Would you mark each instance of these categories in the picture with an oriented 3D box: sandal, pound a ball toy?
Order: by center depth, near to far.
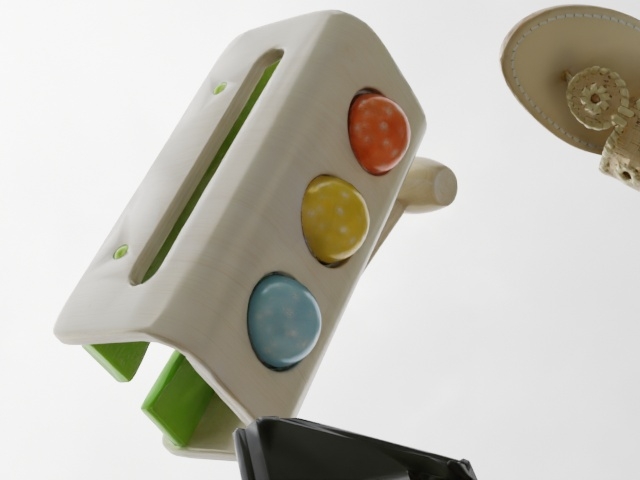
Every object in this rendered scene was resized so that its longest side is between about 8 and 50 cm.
[{"bbox_3d":[0.219,-0.060,0.744,0.240,0.079,0.088,31,-75,-26],"label":"sandal"},{"bbox_3d":[0.000,0.000,0.802,0.208,0.136,0.319,54,-132,-33],"label":"pound a ball toy"}]

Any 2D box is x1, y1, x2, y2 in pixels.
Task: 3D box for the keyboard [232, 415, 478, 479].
[{"bbox_3d":[0.076,0.191,0.426,0.201,0.317,0.033,19,-61,-25],"label":"keyboard"}]
